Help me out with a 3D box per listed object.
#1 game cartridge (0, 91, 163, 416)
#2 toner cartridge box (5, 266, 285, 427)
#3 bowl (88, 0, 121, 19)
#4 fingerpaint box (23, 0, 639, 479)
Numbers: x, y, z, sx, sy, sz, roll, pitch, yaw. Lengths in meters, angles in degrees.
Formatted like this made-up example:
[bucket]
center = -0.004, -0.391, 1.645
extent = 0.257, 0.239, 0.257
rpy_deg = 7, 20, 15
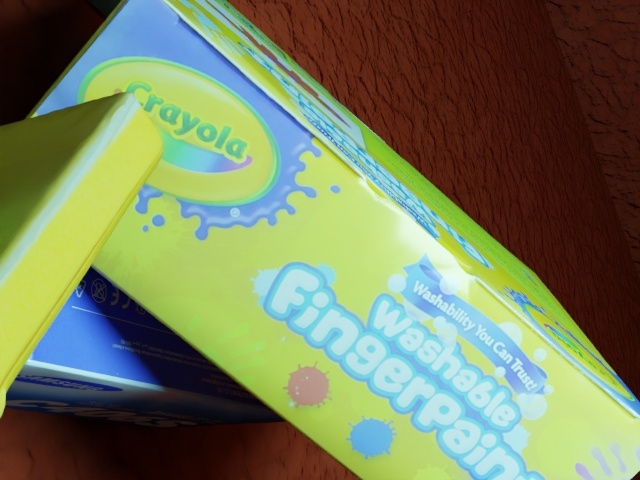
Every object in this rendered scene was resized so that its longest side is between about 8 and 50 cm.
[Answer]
[game cartridge]
center = -0.250, 0.060, 0.542
extent = 0.052, 0.285, 0.323
rpy_deg = 62, 31, -31
[toner cartridge box]
center = -0.161, 0.086, 0.851
extent = 0.348, 0.165, 0.075
rpy_deg = 26, 60, -58
[bowl]
center = -0.129, -0.363, 1.103
extent = 0.311, 0.163, 0.311
rpy_deg = 37, 47, -55
[fingerpaint box]
center = 0.000, 0.000, 0.874
extent = 0.445, 0.163, 0.371
rpy_deg = 40, 9, -14
